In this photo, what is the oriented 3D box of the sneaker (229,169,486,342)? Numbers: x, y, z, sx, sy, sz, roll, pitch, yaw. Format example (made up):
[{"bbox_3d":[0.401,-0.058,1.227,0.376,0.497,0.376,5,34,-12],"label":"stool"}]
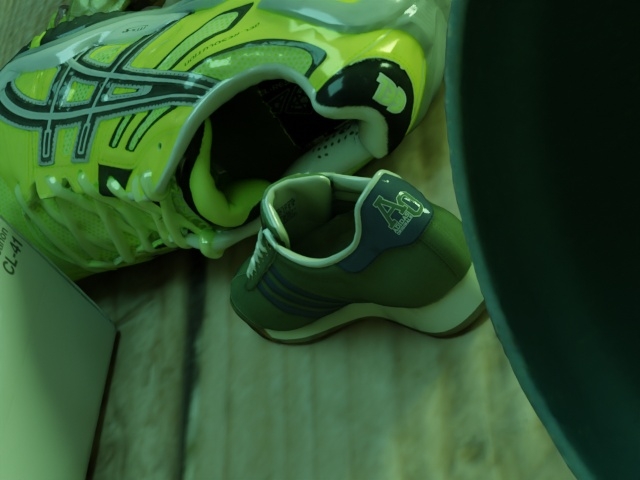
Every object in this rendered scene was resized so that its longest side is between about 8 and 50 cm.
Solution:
[{"bbox_3d":[0.000,0.000,0.883,0.192,0.086,0.064,-4,48,55],"label":"sneaker"}]

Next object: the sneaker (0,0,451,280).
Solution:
[{"bbox_3d":[-0.095,-0.055,1.045,0.385,0.145,0.147,-30,29,33],"label":"sneaker"}]

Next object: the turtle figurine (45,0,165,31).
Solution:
[{"bbox_3d":[-0.149,-0.183,1.377,0.217,0.087,0.269,-54,27,-18],"label":"turtle figurine"}]

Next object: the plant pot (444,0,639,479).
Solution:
[{"bbox_3d":[0.205,-0.035,0.452,0.293,0.293,0.196,-14,14,48],"label":"plant pot"}]

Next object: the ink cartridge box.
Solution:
[{"bbox_3d":[-0.276,0.148,1.029,0.306,0.131,0.226,-33,28,22],"label":"ink cartridge box"}]
